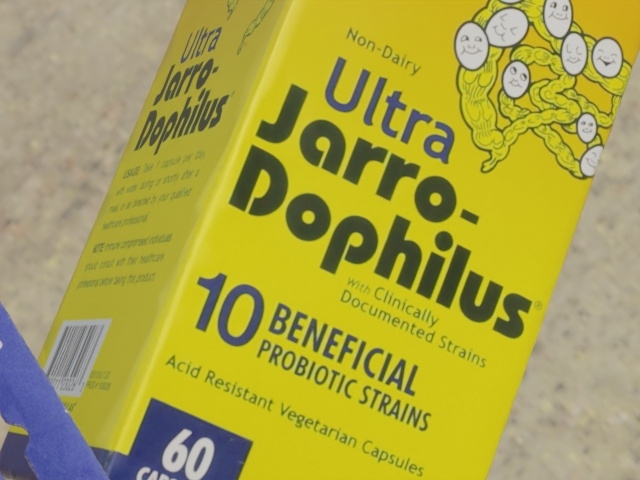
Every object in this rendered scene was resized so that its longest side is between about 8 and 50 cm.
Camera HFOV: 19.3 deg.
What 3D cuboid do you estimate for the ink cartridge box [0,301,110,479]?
[{"bbox_3d":[-0.197,0.112,0.709,0.224,0.045,0.223,-32,50,-10],"label":"ink cartridge box"}]

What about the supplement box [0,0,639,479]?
[{"bbox_3d":[0.000,0.000,1.001,0.195,0.194,0.356,-7,60,66],"label":"supplement box"}]
